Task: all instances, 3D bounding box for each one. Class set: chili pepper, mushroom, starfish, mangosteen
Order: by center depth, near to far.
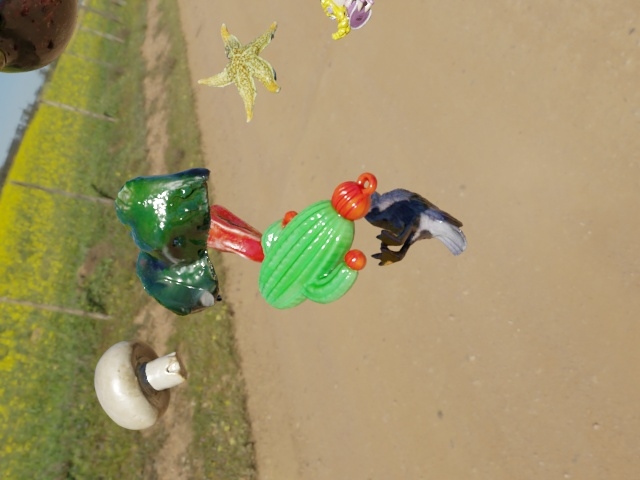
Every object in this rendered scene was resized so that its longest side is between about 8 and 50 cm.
[{"bbox_3d":[-0.226,0.025,1.006,0.116,0.148,0.265,-90,-1,-50],"label":"chili pepper"},{"bbox_3d":[-0.154,-0.323,1.238,0.175,0.053,0.208,-21,66,22],"label":"starfish"},{"bbox_3d":[-0.654,-0.479,1.319,0.330,0.330,0.330,-43,37,44],"label":"mangosteen"},{"bbox_3d":[-0.390,0.310,1.469,0.204,0.204,0.204,-43,37,44],"label":"mushroom"},{"bbox_3d":[-0.220,-0.006,1.758,0.252,0.144,0.136,24,62,29],"label":"chili pepper"}]

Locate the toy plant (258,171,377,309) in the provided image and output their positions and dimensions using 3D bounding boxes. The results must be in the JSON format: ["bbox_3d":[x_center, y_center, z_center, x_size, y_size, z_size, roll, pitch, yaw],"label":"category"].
[{"bbox_3d":[-0.002,0.014,0.936,0.240,0.088,0.155,-23,67,39],"label":"toy plant"}]

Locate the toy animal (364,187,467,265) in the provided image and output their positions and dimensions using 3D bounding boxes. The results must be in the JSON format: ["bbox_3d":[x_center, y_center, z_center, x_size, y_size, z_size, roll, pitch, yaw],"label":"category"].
[{"bbox_3d":[0.192,-0.039,1.531,0.185,0.298,0.122,-72,-17,-46],"label":"toy animal"}]

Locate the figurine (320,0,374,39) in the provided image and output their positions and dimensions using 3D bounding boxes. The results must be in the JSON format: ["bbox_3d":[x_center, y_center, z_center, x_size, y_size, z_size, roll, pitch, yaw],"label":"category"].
[{"bbox_3d":[0.034,-0.512,1.432,0.156,0.094,0.115,50,118,23],"label":"figurine"}]
